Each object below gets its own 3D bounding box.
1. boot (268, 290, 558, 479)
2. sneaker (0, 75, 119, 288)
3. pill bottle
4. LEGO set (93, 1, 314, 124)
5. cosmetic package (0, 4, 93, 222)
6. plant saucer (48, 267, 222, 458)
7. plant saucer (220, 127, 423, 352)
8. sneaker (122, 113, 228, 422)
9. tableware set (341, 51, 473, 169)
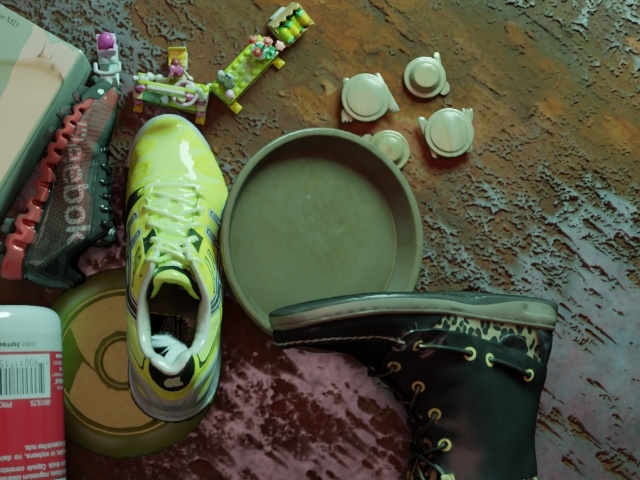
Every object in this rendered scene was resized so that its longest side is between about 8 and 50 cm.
[{"bbox_3d":[0.119,0.203,1.588,0.377,0.138,0.284,2,86,-28],"label":"boot"},{"bbox_3d":[-0.296,-0.062,1.640,0.135,0.097,0.276,23,90,-2],"label":"sneaker"},{"bbox_3d":[-0.410,0.285,1.536,0.229,0.229,0.407,-2,84,-3],"label":"pill bottle"},{"bbox_3d":[-0.140,-0.223,1.664,0.287,0.107,0.132,-12,85,-4],"label":"LEGO set"},{"bbox_3d":[-0.431,-0.130,1.638,0.160,0.113,0.309,29,84,1],"label":"cosmetic package"},{"bbox_3d":[-0.244,0.152,1.655,0.241,0.037,0.241,0,84,-2],"label":"plant saucer"},{"bbox_3d":[0.000,0.000,1.637,0.278,0.041,0.278,1,87,-26],"label":"plant saucer"},{"bbox_3d":[-0.166,0.018,1.594,0.145,0.147,0.384,-2,70,-10],"label":"sneaker"},{"bbox_3d":[0.112,-0.162,1.715,0.169,0.020,0.141,-17,86,-5],"label":"tableware set"}]
